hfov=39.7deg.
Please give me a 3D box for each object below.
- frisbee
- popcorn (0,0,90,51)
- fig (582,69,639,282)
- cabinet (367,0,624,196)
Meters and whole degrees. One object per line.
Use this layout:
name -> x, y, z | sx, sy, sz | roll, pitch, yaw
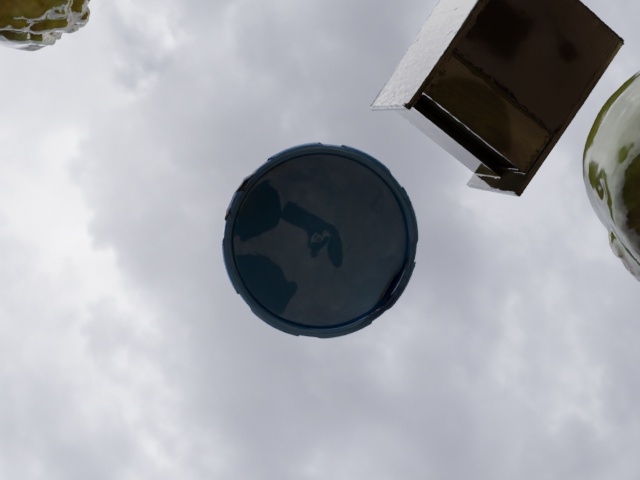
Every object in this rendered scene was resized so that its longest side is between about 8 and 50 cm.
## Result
frisbee -> 0.000, 0.000, 1.085 | 0.242, 0.045, 0.242 | -1, -82, -6
popcorn -> -0.318, -0.284, 0.890 | 0.189, 0.218, 0.169 | 13, -72, -15
fig -> 0.344, -0.060, 0.673 | 0.271, 0.239, 0.239 | -40, -59, 7
cabinet -> 0.196, -0.191, 1.034 | 0.175, 0.148, 0.215 | 35, -93, -16
